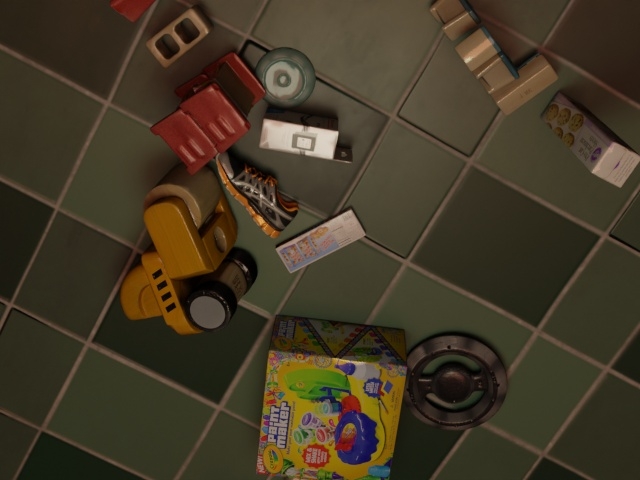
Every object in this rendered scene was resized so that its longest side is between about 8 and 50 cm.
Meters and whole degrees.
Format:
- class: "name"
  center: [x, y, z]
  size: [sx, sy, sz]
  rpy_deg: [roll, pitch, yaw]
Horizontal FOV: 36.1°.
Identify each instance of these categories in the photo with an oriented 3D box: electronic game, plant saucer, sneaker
- class: "electronic game"
  center: [0.282, 0.304, 2.097]
  size: [0.229, 0.048, 0.229]
  rpy_deg: [3, 111, 7]
- class: "plant saucer"
  center: [-0.069, -0.310, 1.891]
  size: [0.119, 0.021, 0.119]
  rpy_deg: [1, 111, 1]
- class: "sneaker"
  center: [-0.128, -0.105, 1.943]
  size: [0.083, 0.084, 0.215]
  rpy_deg: [-36, 115, 11]

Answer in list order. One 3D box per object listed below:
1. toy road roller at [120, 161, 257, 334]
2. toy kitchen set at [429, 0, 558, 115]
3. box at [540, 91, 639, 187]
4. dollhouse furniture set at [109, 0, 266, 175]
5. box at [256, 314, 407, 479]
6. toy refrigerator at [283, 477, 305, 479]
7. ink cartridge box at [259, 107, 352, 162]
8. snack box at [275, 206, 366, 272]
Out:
- class: "toy road roller"
  center: [-0.291, 0.031, 1.939]
  size: [0.241, 0.202, 0.329]
  rpy_deg: [-12, 111, 18]
- class: "toy kitchen set"
  center: [0.323, -0.369, 1.836]
  size: [0.122, 0.166, 0.207]
  rpy_deg: [-35, 142, 14]
- class: "box"
  center: [0.476, -0.187, 1.759]
  size: [0.063, 0.324, 0.067]
  rpy_deg: [26, 110, -14]
- class: "dollhouse furniture set"
  center: [-0.277, -0.333, 1.779]
  size: [0.152, 0.201, 0.374]
  rpy_deg: [-32, 109, 22]
- class: "box"
  center: [0.022, 0.334, 2.050]
  size: [0.279, 0.177, 0.290]
  rpy_deg: [6, 111, 0]
- class: "toy refrigerator"
  center: [0.057, 0.569, 2.181]
  size: [0.269, 0.094, 0.102]
  rpy_deg: [31, 109, -9]
- class: "ink cartridge box"
  center: [-0.022, -0.203, 1.886]
  size: [0.180, 0.104, 0.060]
  rpy_deg: [9, 110, -2]
- class: "snack box"
  center: [0.000, 0.000, 2.005]
  size: [0.178, 0.022, 0.064]
  rpy_deg: [-27, 109, 11]
